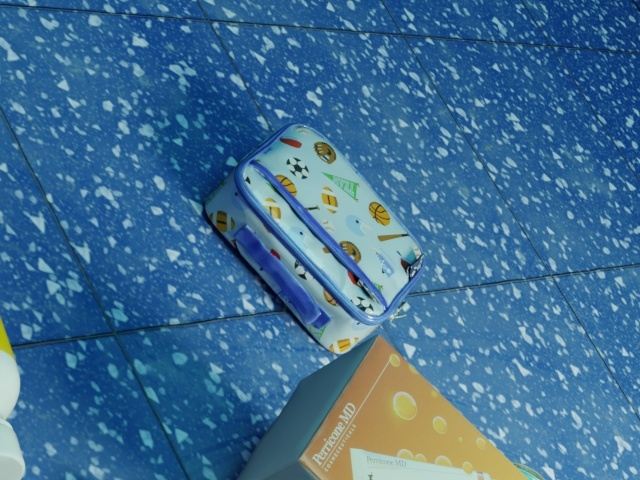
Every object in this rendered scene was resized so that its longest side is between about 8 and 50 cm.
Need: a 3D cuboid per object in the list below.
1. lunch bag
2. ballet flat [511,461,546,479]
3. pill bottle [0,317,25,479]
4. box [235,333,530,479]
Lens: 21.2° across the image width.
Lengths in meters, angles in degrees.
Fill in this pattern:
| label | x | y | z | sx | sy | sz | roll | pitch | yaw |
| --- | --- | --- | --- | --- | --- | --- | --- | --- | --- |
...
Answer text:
| label | x | y | z | sx | sy | sz | roll | pitch | yaw |
| --- | --- | --- | --- | --- | --- | --- | --- | --- | --- |
| lunch bag | 0.000 | 0.000 | 2.299 | 0.303 | 0.115 | 0.243 | 47 | 34 | 0 |
| ballet flat | 0.311 | 0.376 | 2.325 | 0.213 | 0.072 | 0.068 | 43 | 5 | -9 |
| pill bottle | -0.402 | 0.096 | 1.650 | 0.188 | 0.188 | 0.334 | 6 | 52 | -47 |
| box | 0.095 | 0.315 | 1.934 | 0.345 | 0.168 | 0.215 | 44 | 47 | -9 |
